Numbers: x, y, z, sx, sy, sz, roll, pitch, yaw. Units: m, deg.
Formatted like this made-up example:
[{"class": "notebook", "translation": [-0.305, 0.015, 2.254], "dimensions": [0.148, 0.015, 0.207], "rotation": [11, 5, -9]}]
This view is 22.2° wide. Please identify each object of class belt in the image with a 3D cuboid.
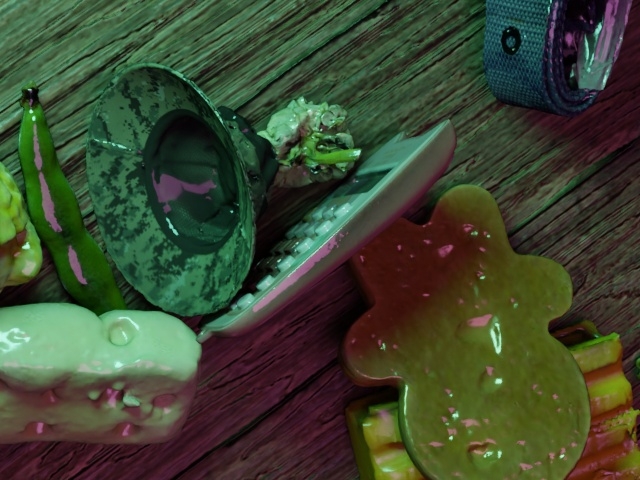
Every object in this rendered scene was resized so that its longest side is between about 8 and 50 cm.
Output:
[{"class": "belt", "translation": [0.248, -0.253, 1.750], "dimensions": [0.139, 0.126, 0.230], "rotation": [1, 103, -44]}]

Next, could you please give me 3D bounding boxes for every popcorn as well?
[{"class": "popcorn", "translation": [-0.367, -0.004, 1.595], "dimensions": [0.185, 0.167, 0.187], "rotation": [-32, 148, -33]}]

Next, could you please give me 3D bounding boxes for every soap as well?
[{"class": "soap", "translation": [0.203, 0.228, 1.859], "dimensions": [0.324, 0.096, 0.204], "rotation": [-17, 107, -14]}]

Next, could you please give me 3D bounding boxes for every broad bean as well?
[{"class": "broad bean", "translation": [-0.266, -0.017, 1.682], "dimensions": [0.060, 0.043, 0.297], "rotation": [-27, 108, -21]}]

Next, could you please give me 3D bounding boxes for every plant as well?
[{"class": "plant", "translation": [-0.007, -0.088, 1.711], "dimensions": [0.116, 0.122, 0.104], "rotation": [-35, 122, -15]}]

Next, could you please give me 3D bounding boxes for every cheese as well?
[{"class": "cheese", "translation": [-0.255, 0.143, 1.666], "dimensions": [0.263, 0.093, 0.159], "rotation": [5, 134, -17]}]

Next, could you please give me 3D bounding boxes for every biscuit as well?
[{"class": "biscuit", "translation": [0.161, 0.117, 1.767], "dimensions": [0.275, 0.052, 0.355], "rotation": [-22, 78, -13]}]

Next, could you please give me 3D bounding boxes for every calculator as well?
[{"class": "calculator", "translation": [0.000, 0.000, 1.673], "dimensions": [0.329, 0.220, 0.048], "rotation": [-41, 100, -12]}]

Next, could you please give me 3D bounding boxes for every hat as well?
[{"class": "hat", "translation": [-0.117, -0.066, 1.657], "dimensions": [0.128, 0.265, 0.265], "rotation": [-28, 113, -43]}]

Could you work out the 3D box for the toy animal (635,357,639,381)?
[{"class": "toy animal", "translation": [0.469, 0.108, 1.939], "dimensions": [0.181, 0.073, 0.136], "rotation": [-4, 112, -29]}]
